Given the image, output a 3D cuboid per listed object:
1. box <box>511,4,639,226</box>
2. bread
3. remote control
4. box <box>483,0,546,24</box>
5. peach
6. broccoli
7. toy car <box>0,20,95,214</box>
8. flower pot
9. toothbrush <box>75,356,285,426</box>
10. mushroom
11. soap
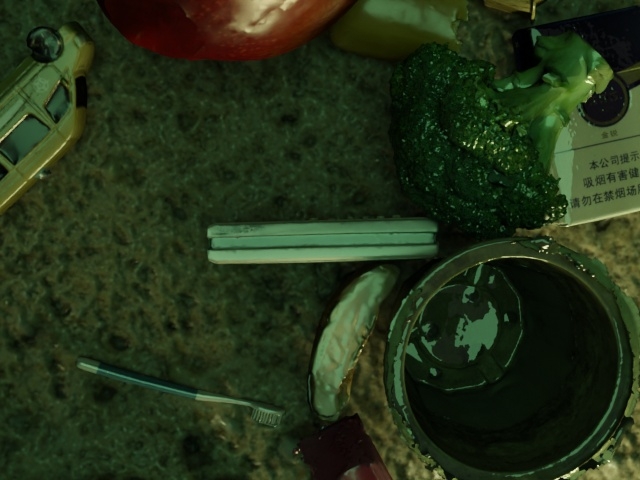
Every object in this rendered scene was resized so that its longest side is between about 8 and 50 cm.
[{"bbox_3d":[0.354,-0.159,1.090,0.168,0.071,0.260,-13,96,-4],"label":"box"},{"bbox_3d":[0.094,-0.291,1.051,0.173,0.085,0.134,10,93,-6],"label":"bread"},{"bbox_3d":[0.000,0.000,1.051,0.277,0.103,0.056,-1,87,-5],"label":"remote control"},{"bbox_3d":[0.258,-0.363,1.056,0.111,0.111,0.177,5,93,-6],"label":"box"},{"bbox_3d":[-0.101,-0.373,0.894,0.388,0.388,0.389,0,93,-5],"label":"peach"},{"bbox_3d":[0.206,-0.131,0.974,0.270,0.270,0.270,-36,96,11],"label":"broccoli"},{"bbox_3d":[-0.352,-0.141,1.012,0.256,0.101,0.124,-44,101,0],"label":"toy car"},{"bbox_3d":[0.193,0.128,0.999,0.290,0.259,0.291,0,94,-6],"label":"flower pot"},{"bbox_3d":[-0.180,0.195,1.089,0.275,0.019,0.025,16,100,-6],"label":"toothbrush"},{"bbox_3d":[0.031,0.118,1.064,0.072,0.094,0.210,24,90,-1],"label":"mushroom"},{"bbox_3d":[0.060,0.343,1.047,0.099,0.162,0.250,-29,96,-3],"label":"soap"}]
